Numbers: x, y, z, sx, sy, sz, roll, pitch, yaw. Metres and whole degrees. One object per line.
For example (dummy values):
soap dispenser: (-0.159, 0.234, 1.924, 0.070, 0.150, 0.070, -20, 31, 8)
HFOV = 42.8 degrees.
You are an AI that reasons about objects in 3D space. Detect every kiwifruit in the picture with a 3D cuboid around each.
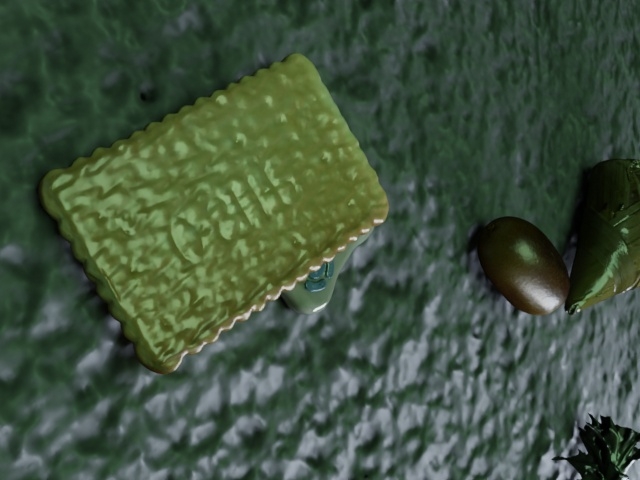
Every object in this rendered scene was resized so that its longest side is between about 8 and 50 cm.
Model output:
kiwifruit: (0.209, 0.026, 0.839, 0.124, 0.075, 0.075, 45, 60, -25)

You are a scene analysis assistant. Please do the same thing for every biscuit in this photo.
biscuit: (-0.065, -0.029, 0.608, 0.250, 0.030, 0.160, -35, 99, -32)

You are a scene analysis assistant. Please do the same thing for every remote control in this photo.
remote control: (0.000, 0.000, 0.684, 0.074, 0.032, 0.122, 48, 58, -27)

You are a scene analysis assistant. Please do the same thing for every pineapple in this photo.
pineapple: (0.303, 0.312, 0.883, 0.125, 0.125, 0.251, 32, 62, -35)

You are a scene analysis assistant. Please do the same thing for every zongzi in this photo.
zongzi: (0.319, -0.011, 0.936, 0.176, 0.078, 0.160, -12, 90, -37)
